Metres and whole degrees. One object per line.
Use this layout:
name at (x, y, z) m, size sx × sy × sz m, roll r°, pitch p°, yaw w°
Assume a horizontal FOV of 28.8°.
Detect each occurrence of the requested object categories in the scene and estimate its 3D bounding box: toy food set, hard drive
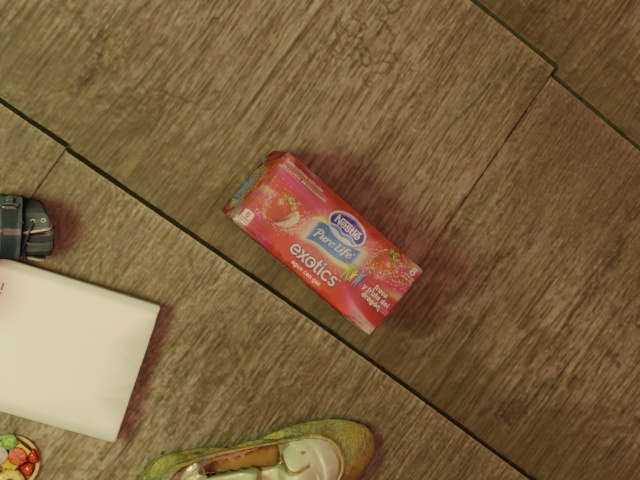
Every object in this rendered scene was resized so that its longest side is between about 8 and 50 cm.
toy food set at (-0.432, 0.309, 1.726) m, size 0.082 × 0.020 × 0.083 m, roll 42°, pitch 87°, yaw -13°
hard drive at (-0.399, 0.138, 1.706) m, size 0.307 × 0.040 × 0.203 m, roll 18°, pitch 92°, yaw -14°

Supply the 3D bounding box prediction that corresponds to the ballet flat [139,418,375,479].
ballet flat at (-0.080, 0.334, 1.758) m, size 0.348 × 0.123 × 0.123 m, roll -8°, pitch 97°, yaw -12°

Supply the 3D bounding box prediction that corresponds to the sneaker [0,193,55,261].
sneaker at (-0.428, 0.019, 1.612) m, size 0.163 × 0.226 × 0.086 m, roll 10°, pitch 135°, yaw -17°

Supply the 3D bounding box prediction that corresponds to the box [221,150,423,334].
box at (0.000, 0.000, 1.733) m, size 0.257 × 0.128 × 0.122 m, roll 41°, pitch 86°, yaw -13°
